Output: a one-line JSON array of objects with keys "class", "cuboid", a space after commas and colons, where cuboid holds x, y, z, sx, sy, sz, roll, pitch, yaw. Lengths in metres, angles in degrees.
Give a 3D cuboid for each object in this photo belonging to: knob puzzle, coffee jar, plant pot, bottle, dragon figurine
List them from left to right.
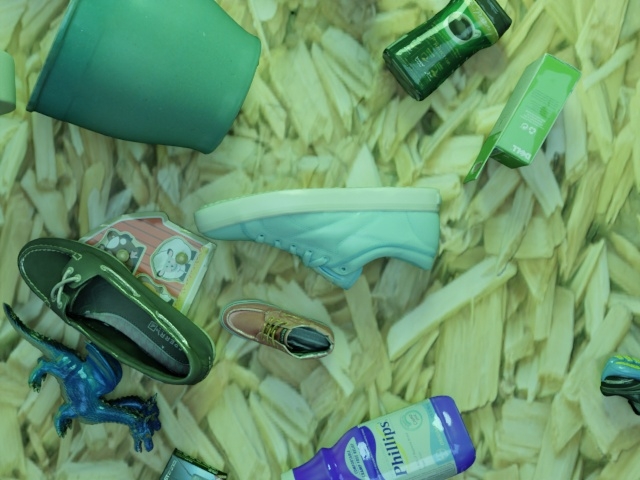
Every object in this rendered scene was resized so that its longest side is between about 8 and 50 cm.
[{"class": "dragon figurine", "cuboid": [-0.344, 0.193, 1.345, 0.144, 0.085, 0.289, -27, 93, -2]}, {"class": "knob puzzle", "cuboid": [-0.278, 0.045, 1.372, 0.213, 0.030, 0.213, 0, 92, -2]}, {"class": "plant pot", "cuboid": [-0.231, -0.250, 1.263, 0.255, 0.271, 0.272, 24, 91, -19]}, {"class": "bottle", "cuboid": [0.083, 0.328, 1.357, 0.282, 0.092, 0.118, -20, 59, -1]}, {"class": "coffee jar", "cuboid": [0.189, -0.298, 1.358, 0.184, 0.079, 0.096, -38, 90, 0]}]

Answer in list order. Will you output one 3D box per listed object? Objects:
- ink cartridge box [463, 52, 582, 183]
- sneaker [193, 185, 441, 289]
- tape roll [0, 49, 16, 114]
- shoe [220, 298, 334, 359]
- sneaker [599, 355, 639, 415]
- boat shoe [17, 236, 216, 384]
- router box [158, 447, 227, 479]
[{"class": "ink cartridge box", "cuboid": [0.295, -0.164, 1.352, 0.062, 0.109, 0.209, 29, 90, -2]}, {"class": "sneaker", "cuboid": [0.000, 0.000, 1.332, 0.365, 0.135, 0.150, -3, 89, -2]}, {"class": "tape roll", "cuboid": [-0.594, -0.204, 1.170, 0.391, 0.392, 0.072, -1, 92, -3]}, {"class": "shoe", "cuboid": [-0.063, 0.132, 1.358, 0.177, 0.081, 0.064, 15, 91, -3]}, {"class": "sneaker", "cuboid": [0.516, 0.237, 1.405, 0.188, 0.067, 0.078, 19, 112, -5]}, {"class": "boat shoe", "cuboid": [-0.300, 0.098, 1.314, 0.335, 0.095, 0.112, 32, 98, 3]}, {"class": "router box", "cuboid": [-0.208, 0.390, 1.381, 0.092, 0.038, 0.123, 27, 90, -2]}]
